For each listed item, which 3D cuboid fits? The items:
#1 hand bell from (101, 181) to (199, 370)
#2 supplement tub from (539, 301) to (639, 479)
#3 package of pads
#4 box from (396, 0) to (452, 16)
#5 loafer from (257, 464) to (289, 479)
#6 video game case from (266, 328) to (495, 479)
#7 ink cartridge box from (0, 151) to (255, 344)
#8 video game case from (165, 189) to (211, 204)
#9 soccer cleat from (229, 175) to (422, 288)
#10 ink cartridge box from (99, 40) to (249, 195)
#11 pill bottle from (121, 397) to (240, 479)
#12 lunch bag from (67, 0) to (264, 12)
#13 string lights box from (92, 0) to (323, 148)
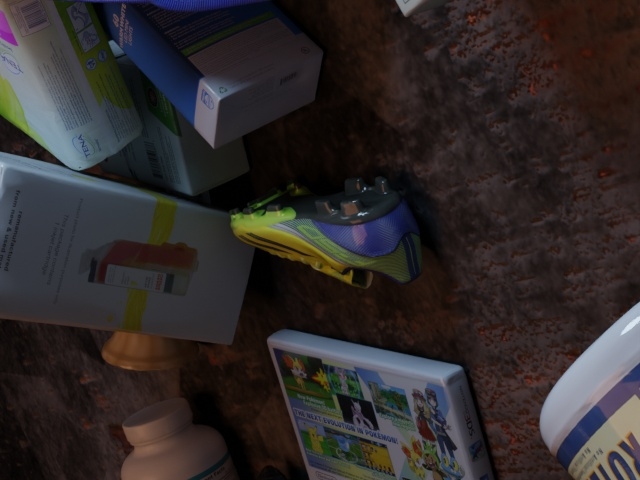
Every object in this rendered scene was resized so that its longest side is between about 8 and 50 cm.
[{"bbox_3d":[-0.218,0.030,2.018,0.126,0.126,0.242,23,119,47],"label":"hand bell"},{"bbox_3d":[0.342,0.184,1.157,0.325,0.235,0.235,51,147,20],"label":"supplement tub"},{"bbox_3d":[-0.326,-0.221,1.759,0.296,0.101,0.229,35,152,50],"label":"package of pads"},{"bbox_3d":[0.091,-0.320,1.261,0.232,0.127,0.148,62,149,3],"label":"box"},{"bbox_3d":[-0.040,0.382,2.034,0.078,0.076,0.223,-97,-5,-56],"label":"loafer"},{"bbox_3d":[0.081,0.257,1.787,0.329,0.036,0.300,8,119,55],"label":"video game case"},{"bbox_3d":[-0.302,-0.004,1.784,0.279,0.385,0.160,15,92,41],"label":"ink cartridge box"},{"bbox_3d":[-0.160,-0.042,1.944,0.087,0.011,0.122,25,132,46],"label":"video game case"},{"bbox_3d":[-0.001,0.001,1.667,0.289,0.093,0.121,1,120,56],"label":"soccer cleat"},{"bbox_3d":[-0.187,-0.147,1.833,0.208,0.087,0.153,16,125,51],"label":"ink cartridge box"},{"bbox_3d":[-0.173,0.346,2.119,0.146,0.146,0.264,-6,107,57],"label":"pill bottle"},{"bbox_3d":[-0.166,-0.390,1.459,0.385,0.239,0.328,6,122,17],"label":"lunch bag"},{"bbox_3d":[-0.131,-0.225,1.649,0.259,0.133,0.076,47,148,26],"label":"string lights box"}]
